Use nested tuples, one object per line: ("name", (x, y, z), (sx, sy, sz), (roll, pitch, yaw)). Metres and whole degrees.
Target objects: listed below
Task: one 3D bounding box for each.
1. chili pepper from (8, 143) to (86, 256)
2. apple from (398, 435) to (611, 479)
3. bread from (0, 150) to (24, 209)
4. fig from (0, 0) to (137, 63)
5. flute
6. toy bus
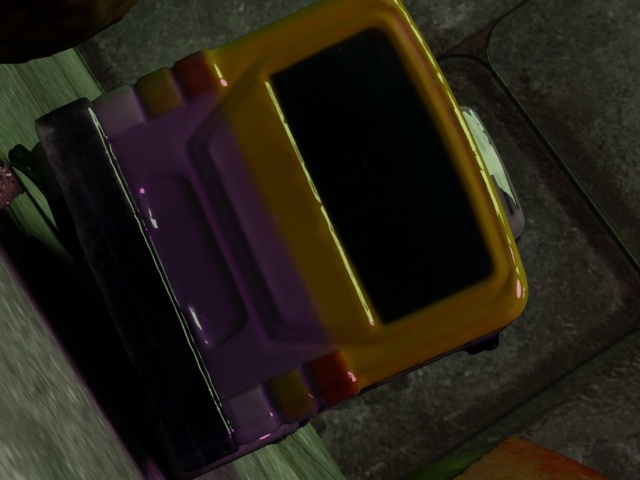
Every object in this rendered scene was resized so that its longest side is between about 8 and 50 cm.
("chili pepper", (-0.164, -0.016, 1.219), (0.055, 0.035, 0.118), (38, -4, 46))
("apple", (0.058, 0.179, 0.663), (0.173, 0.207, 0.188), (17, 5, 6))
("bread", (-0.205, -0.081, 0.922), (0.154, 0.028, 0.068), (56, 0, -45))
("fig", (-0.143, -0.290, 1.097), (0.286, 0.368, 0.286), (54, -1, 2))
("flute", (-0.124, 0.056, 1.110), (0.014, 0.014, 0.269), (56, 0, 29))
("toy bus", (0.000, 0.000, 1.141), (0.440, 0.249, 0.209), (42, 23, -84))
